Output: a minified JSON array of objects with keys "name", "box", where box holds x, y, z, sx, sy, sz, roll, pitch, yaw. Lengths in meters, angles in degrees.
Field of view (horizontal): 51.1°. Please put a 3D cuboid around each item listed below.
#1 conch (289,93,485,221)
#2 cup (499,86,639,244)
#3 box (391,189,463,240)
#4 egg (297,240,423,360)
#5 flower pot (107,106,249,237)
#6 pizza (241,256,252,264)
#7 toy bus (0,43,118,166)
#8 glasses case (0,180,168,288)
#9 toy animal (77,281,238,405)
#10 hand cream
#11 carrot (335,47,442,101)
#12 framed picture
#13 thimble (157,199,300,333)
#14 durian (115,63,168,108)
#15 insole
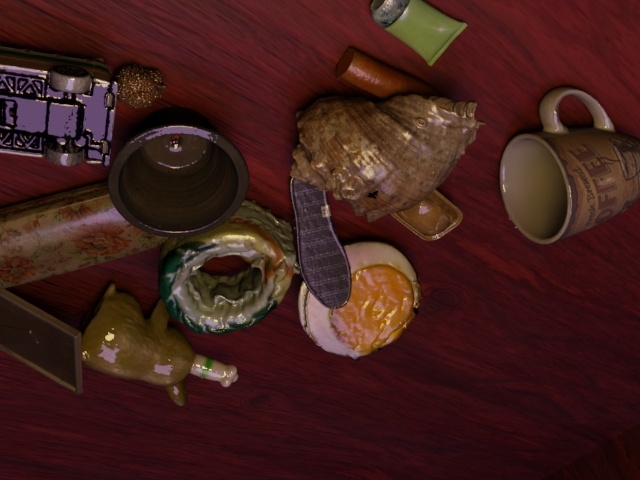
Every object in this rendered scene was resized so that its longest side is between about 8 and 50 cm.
[{"name":"conch","box":[0.117,-0.138,1.213,0.351,0.210,0.297,2,170,24]},{"name":"cup","box":[0.528,-0.168,1.366,0.256,0.227,0.301,-16,109,-19]},{"name":"box","box":[0.221,-0.067,1.420,0.111,0.111,0.177,-39,132,23]},{"name":"egg","box":[0.075,0.116,1.522,0.286,0.174,0.265,-27,108,-7]},{"name":"flower pot","box":[-0.249,-0.139,1.176,0.235,0.148,0.235,-8,134,-8]},{"name":"pizza","box":[-0.105,0.023,1.475,0.122,0.026,0.109,19,124,-28]},{"name":"toy bus","box":[-0.470,-0.220,1.008,0.305,0.179,0.143,4,119,-20]},{"name":"glasses case","box":[-0.494,-0.012,1.274,0.424,0.098,0.157,-15,132,-1]},{"name":"toy animal","box":[-0.374,0.242,1.506,0.362,0.181,0.181,28,121,-34]},{"name":"hand cream","box":[0.162,-0.369,1.137,0.174,0.046,0.095,17,127,-38]},{"name":"carrot","box":[0.135,-0.275,1.207,0.225,0.067,0.067,17,128,-28]},{"name":"framed picture","box":[-0.615,0.191,1.386,0.289,0.016,0.213,26,133,10]},{"name":"thimble","box":[-0.186,0.051,1.357,0.288,0.167,0.254,-24,126,10]},{"name":"durian","box":[-0.295,-0.252,1.097,0.091,0.080,0.080,2,138,10]},{"name":"insole","box":[0.000,0.000,1.378,0.110,0.012,0.310,-13,106,-10]}]
